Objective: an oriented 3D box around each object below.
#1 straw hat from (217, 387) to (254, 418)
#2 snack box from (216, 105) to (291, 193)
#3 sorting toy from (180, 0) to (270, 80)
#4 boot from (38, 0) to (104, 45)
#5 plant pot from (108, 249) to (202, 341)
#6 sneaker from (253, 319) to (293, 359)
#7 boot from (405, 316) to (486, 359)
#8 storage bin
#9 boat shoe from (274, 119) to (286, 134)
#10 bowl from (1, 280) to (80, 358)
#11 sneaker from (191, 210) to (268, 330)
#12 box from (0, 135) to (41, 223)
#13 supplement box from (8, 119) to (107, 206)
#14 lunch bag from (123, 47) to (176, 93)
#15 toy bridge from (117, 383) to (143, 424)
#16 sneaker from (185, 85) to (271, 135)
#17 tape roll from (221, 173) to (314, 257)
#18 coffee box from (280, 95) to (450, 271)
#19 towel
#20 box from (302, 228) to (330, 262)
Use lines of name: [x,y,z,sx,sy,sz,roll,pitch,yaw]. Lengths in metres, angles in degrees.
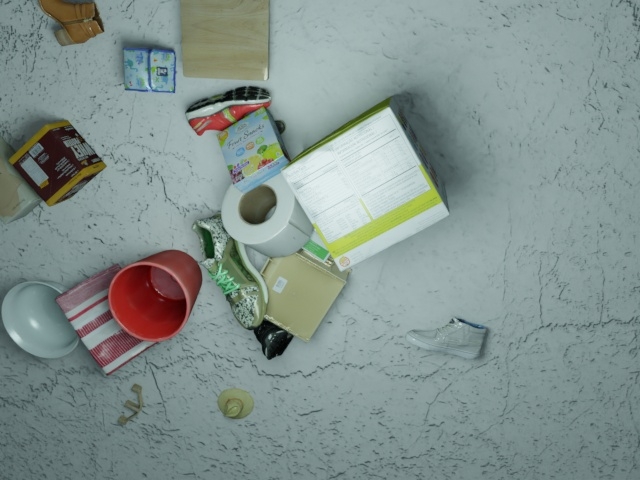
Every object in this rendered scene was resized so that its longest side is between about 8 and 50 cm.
straw hat: [-0.322,0.619,2.108,0.144,0.061,0.144,2,109,7]
snack box: [-0.198,-0.268,1.682,0.174,0.070,0.207,-30,58,11]
sorting toy: [-0.271,-0.609,1.676,0.257,0.089,0.255,5,109,6]
boot: [-0.753,-0.701,1.725,0.152,0.073,0.197,-12,118,13]
plant pot: [-0.520,0.159,1.885,0.275,0.243,0.275,3,108,8]
sneaker: [-0.179,0.318,1.878,0.124,0.283,0.107,34,81,10]
boot: [0.418,0.304,1.893,0.258,0.095,0.123,13,104,-5]
storage bin: [-0.077,0.155,1.888,0.260,0.123,0.262,31,110,-2]
boat shoe: [-0.181,-0.334,1.776,0.152,0.049,0.056,-18,105,13]
bowl: [-0.964,0.260,2.039,0.298,0.134,0.298,2,109,6]
sneaker: [-0.309,0.098,1.803,0.158,0.182,0.410,-32,75,33]
box: [-1.080,-0.225,1.900,0.148,0.121,0.311,-36,100,16]
supplement box: [-0.852,-0.251,1.855,0.191,0.129,0.194,-35,100,17]
lunch bag: [-0.520,-0.519,1.744,0.151,0.096,0.129,2,107,-8]
toy bridge: [-0.719,0.637,2.188,0.063,0.026,0.188,26,110,-2]
sneaker: [-0.274,-0.392,1.760,0.279,0.107,0.118,-11,125,14]
tape roll: [-0.155,-0.083,1.737,0.246,0.169,0.246,-6,72,20]
coffee box: [0.137,-0.176,1.632,0.338,0.337,0.334,-29,101,17]
towel: [-0.727,0.275,1.986,0.237,0.037,0.329,-33,107,-23]
box: [0.000,0.000,1.835,0.101,0.102,0.087,33,108,-3]
